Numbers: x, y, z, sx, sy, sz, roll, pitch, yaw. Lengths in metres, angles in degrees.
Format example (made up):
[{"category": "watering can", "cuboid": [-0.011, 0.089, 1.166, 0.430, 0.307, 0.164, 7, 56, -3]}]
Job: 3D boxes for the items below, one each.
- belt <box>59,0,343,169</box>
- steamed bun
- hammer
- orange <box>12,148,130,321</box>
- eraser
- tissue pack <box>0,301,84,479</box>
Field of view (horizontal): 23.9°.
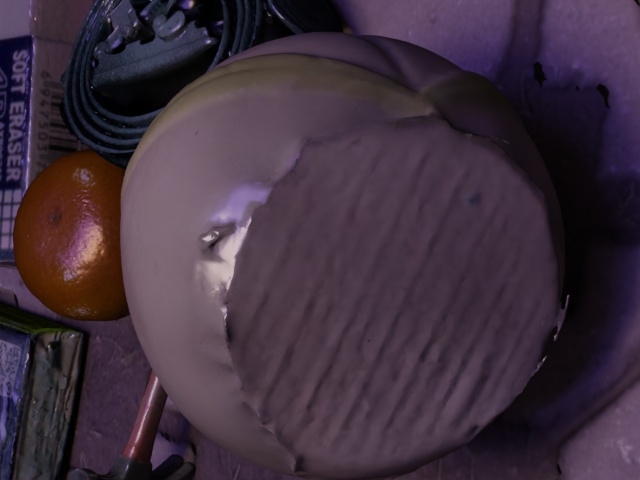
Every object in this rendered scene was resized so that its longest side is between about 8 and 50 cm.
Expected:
[{"category": "belt", "cuboid": [-0.094, -0.147, 1.244, 0.267, 0.116, 0.206, 1, 72, 44]}, {"category": "steamed bun", "cuboid": [0.000, 0.000, 1.017, 0.309, 0.309, 0.309, -7, 81, 47]}, {"category": "hammer", "cuboid": [-0.126, 0.089, 1.281, 0.033, 0.111, 0.288, 17, 90, 44]}, {"category": "orange", "cuboid": [-0.196, -0.004, 1.340, 0.156, 0.124, 0.156, -8, 74, 29]}, {"category": "eraser", "cuboid": [-0.287, -0.114, 1.476, 0.130, 0.086, 0.287, 0, 86, 46]}, {"category": "tissue pack", "cuboid": [-0.334, 0.150, 1.508, 0.235, 0.073, 0.173, 11, 94, 48]}]
